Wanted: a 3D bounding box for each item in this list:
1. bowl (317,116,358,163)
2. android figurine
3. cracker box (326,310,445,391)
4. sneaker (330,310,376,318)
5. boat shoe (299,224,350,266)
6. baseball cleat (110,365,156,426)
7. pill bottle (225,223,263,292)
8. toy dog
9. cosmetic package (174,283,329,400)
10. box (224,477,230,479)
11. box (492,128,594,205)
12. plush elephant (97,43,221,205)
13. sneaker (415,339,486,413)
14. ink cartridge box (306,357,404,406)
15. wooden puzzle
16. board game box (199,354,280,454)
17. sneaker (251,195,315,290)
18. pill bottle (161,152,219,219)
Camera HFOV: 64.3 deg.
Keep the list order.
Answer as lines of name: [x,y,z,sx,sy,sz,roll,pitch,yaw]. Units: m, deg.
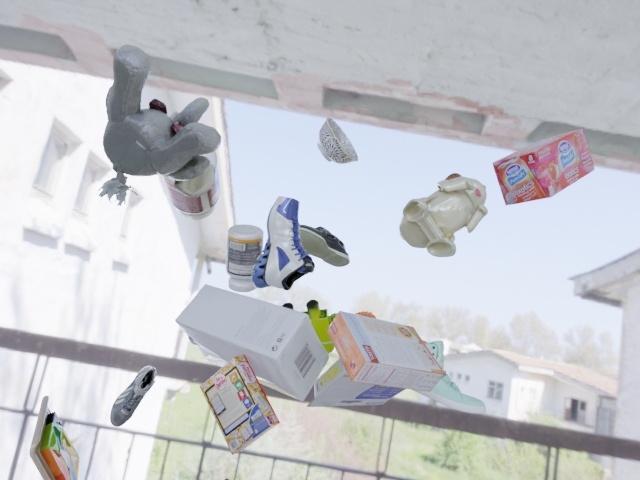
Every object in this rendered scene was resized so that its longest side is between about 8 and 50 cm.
bowl: [0.042,-0.305,1.642,0.080,0.170,0.170,-34,-28,19]
android figurine: [-0.044,0.308,1.713,0.248,0.056,0.273,-9,-50,7]
cracker box: [0.144,0.248,1.137,0.232,0.067,0.156,18,25,-32]
sneaker: [0.088,0.310,1.801,0.221,0.087,0.083,-14,-54,16]
boat shoe: [0.003,-0.001,2.195,0.340,0.113,0.127,28,-43,-35]
baseball cleat: [-0.582,0.482,1.579,0.072,0.206,0.109,33,-19,-15]
pill bottle: [-0.341,0.080,2.281,0.162,0.278,0.162,5,21,-2]
toy dog: [0.568,-0.125,2.249,0.284,0.408,0.395,51,-23,5]
cosmetic package: [-0.193,0.277,1.426,0.385,0.156,0.217,14,-38,34]
box: [-0.164,0.493,0.928,0.137,0.027,0.094,-7,22,47]
box: [0.582,-0.192,1.323,0.257,0.123,0.128,-25,9,-35]
plush elephant: [-0.348,-0.237,1.166,0.272,0.330,0.255,41,29,-2]
sneaker: [0.332,0.351,1.352,0.256,0.151,0.094,22,-6,15]
ink cartridge box: [0.145,0.463,1.666,0.303,0.072,0.307,7,-35,-25]
wooden puzzle: [-0.628,0.520,1.226,0.044,0.239,0.221,-17,19,-18]
board game box: [-0.206,0.410,1.278,0.147,0.193,0.045,-41,-23,22]
sneaker: [-0.092,0.027,1.670,0.182,0.315,0.127,16,-1,25]
pill bottle: [-0.527,-0.243,2.093,0.224,0.224,0.392,11,-21,-5]
